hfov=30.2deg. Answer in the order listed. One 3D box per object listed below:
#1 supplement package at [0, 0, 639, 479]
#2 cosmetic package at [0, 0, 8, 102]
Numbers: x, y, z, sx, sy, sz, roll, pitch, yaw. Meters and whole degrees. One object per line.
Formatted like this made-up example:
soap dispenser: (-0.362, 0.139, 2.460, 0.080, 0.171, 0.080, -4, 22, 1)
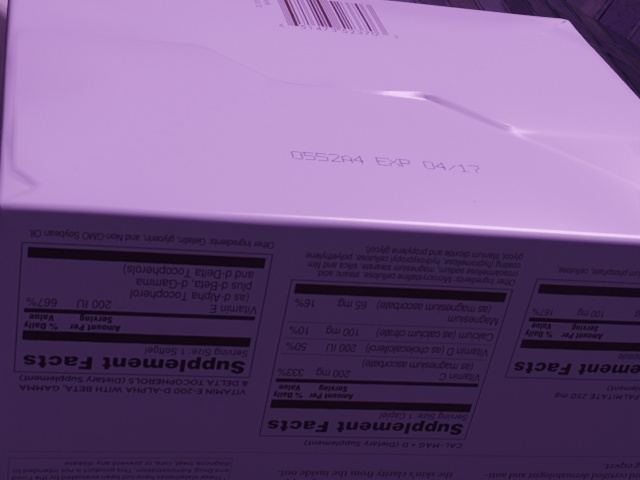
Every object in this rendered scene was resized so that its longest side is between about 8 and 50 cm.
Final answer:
supplement package: (0.000, 0.000, 0.490, 0.262, 0.145, 0.204, 4, 32, -15)
cosmetic package: (-0.143, -0.082, 0.776, 0.309, 0.113, 0.160, 38, 24, 8)
